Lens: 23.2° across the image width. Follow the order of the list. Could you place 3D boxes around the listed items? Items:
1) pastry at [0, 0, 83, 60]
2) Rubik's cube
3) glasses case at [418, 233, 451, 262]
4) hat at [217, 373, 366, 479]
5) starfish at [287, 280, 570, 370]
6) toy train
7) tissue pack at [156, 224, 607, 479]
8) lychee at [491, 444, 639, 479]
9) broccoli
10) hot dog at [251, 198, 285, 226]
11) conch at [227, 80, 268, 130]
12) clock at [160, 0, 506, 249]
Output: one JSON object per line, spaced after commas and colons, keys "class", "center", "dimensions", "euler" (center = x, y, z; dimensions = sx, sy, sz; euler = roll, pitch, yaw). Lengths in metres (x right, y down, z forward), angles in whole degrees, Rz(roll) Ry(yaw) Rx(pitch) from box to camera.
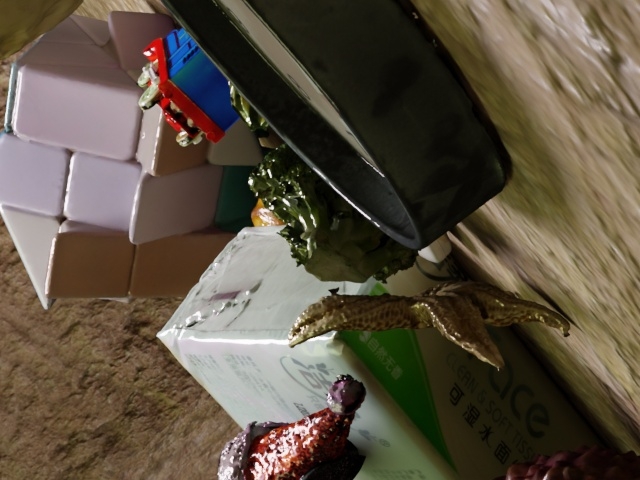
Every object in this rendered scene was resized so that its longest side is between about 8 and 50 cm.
{"class": "pastry", "center": [-0.387, -0.324, 1.413], "dimensions": [0.388, 0.313, 0.388], "euler": [50, 180, 0]}
{"class": "Rubik's cube", "center": [-0.243, -0.108, 1.981], "dimensions": [0.368, 0.358, 0.387], "euler": [14, -157, 2]}
{"class": "glasses case", "center": [0.062, -0.040, 1.451], "dimensions": [0.164, 0.041, 0.063], "euler": [45, 174, 32]}
{"class": "hat", "center": [-0.006, 0.202, 1.506], "dimensions": [0.140, 0.227, 0.129], "euler": [5, -128, -30]}
{"class": "starfish", "center": [0.094, 0.064, 1.320], "dimensions": [0.277, 0.236, 0.062], "euler": [2, 95, 60]}
{"class": "toy train", "center": [-0.115, -0.168, 1.545], "dimensions": [0.083, 0.131, 0.204], "euler": [43, -172, -19]}
{"class": "tissue pack", "center": [0.076, 0.172, 1.668], "dimensions": [0.332, 0.205, 0.405], "euler": [-6, 129, 51]}
{"class": "lychee", "center": [0.254, 0.332, 1.369], "dimensions": [0.330, 0.306, 0.306], "euler": [23, -173, -27]}
{"class": "broccoli", "center": [0.023, -0.028, 1.337], "dimensions": [0.162, 0.146, 0.138], "euler": [46, -139, -38]}
{"class": "hot dog", "center": [0.000, 0.000, 1.925], "dimensions": [0.158, 0.117, 0.349], "euler": [43, 173, 10]}
{"class": "conch", "center": [-0.054, -0.154, 1.350], "dimensions": [0.089, 0.074, 0.121], "euler": [11, 107, 57]}
{"class": "clock", "center": [-0.027, -0.151, 1.096], "dimensions": [0.386, 0.076, 0.386], "euler": [47, 176, 5]}
